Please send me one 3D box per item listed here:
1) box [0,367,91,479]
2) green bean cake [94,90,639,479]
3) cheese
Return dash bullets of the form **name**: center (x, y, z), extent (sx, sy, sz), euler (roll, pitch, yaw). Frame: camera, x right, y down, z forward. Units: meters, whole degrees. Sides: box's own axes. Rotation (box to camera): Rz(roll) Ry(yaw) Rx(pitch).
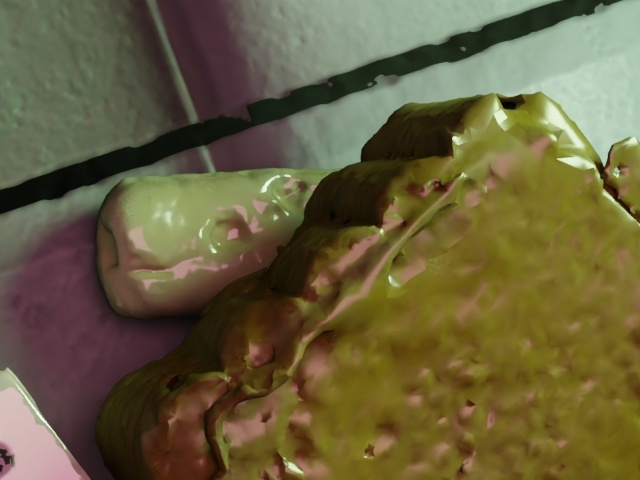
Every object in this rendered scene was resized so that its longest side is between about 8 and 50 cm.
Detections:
- **box**: center (-0.161, 0.211, 0.640), extent (0.274, 0.091, 0.221), euler (-40, 94, -22)
- **green bean cake**: center (0.057, 0.078, 0.704), extent (0.224, 0.131, 0.229), euler (-43, 108, -12)
- **cheese**: center (0.000, 0.000, 0.765), extent (0.194, 0.043, 0.065), euler (-4, 86, -22)
